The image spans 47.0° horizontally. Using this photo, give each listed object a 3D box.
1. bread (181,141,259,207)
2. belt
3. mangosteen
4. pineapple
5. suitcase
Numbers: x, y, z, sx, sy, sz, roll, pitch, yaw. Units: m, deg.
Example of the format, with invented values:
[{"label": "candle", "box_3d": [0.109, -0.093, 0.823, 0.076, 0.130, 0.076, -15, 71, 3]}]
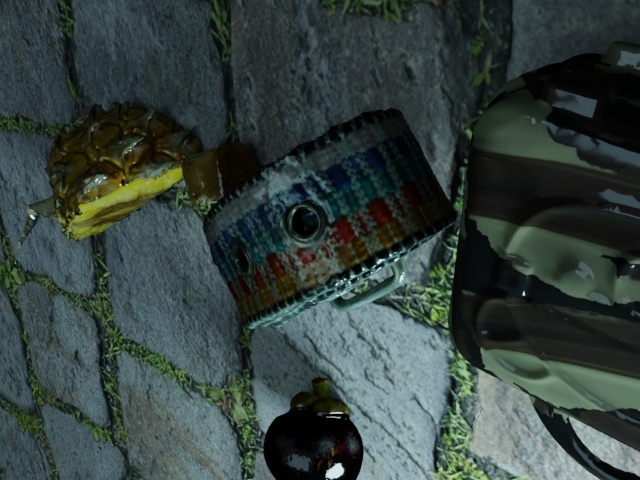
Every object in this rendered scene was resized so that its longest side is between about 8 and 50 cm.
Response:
[{"label": "bread", "box_3d": [-0.121, -0.082, 0.915, 0.083, 0.076, 0.070, -7, 95, 43]}, {"label": "belt", "box_3d": [0.000, 0.000, 0.754, 0.295, 0.206, 0.161, -32, 86, 47]}, {"label": "mangosteen", "box_3d": [-0.008, 0.254, 0.959, 0.137, 0.137, 0.152, -5, 74, 42]}, {"label": "pineapple", "box_3d": [-0.327, -0.098, 1.023, 0.334, 0.158, 0.161, -22, 95, 46]}, {"label": "suitcase", "box_3d": [0.273, 0.046, 0.554, 0.351, 0.194, 0.339, 25, 132, 31]}]
